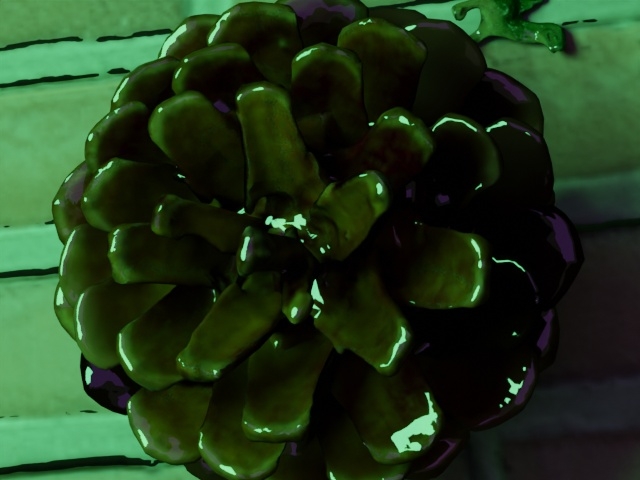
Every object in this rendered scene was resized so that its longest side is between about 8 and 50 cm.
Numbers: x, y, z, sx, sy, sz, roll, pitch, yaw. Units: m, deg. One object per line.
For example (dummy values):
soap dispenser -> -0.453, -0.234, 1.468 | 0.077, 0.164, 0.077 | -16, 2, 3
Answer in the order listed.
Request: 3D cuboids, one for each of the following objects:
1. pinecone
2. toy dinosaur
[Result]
pinecone -> -0.003, 0.010, 0.922 | 0.264, 0.264, 0.264 | -3, 76, 12
toy dinosaur -> 0.090, -0.145, 1.055 | 0.060, 0.029, 0.119 | -14, 68, -7
